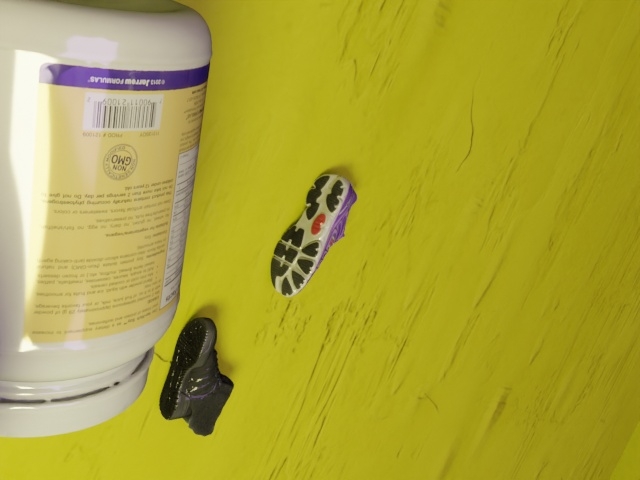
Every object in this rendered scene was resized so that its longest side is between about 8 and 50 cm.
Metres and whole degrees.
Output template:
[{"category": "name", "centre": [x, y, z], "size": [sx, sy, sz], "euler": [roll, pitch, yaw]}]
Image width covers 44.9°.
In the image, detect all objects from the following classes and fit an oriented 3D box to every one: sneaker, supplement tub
[{"category": "sneaker", "centre": [-0.144, 0.171, 0.967], "size": [0.089, 0.051, 0.170], "euler": [8, 112, -45]}, {"category": "supplement tub", "centre": [-0.225, -0.037, 0.630], "size": [0.241, 0.241, 0.331], "euler": [-7, 117, -41]}, {"category": "sneaker", "centre": [0.000, 0.000, 0.993], "size": [0.170, 0.068, 0.071], "euler": [-59, 143, -1]}]
